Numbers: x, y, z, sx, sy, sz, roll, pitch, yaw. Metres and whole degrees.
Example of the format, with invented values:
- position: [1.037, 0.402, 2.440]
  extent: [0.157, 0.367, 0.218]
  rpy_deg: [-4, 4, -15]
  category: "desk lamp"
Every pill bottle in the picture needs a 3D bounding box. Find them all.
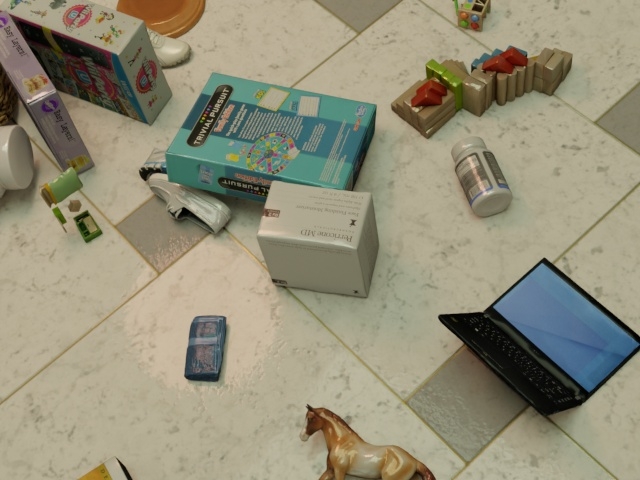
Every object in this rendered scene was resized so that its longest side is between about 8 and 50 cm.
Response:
- position: [0.293, -0.119, 1.850]
  extent: [0.078, 0.078, 0.137]
  rpy_deg: [-17, 59, -1]
  category: "pill bottle"
- position: [-0.737, -0.152, 1.966]
  extent: [0.322, 0.181, 0.182]
  rpy_deg: [-4, 60, 7]
  category: "pill bottle"

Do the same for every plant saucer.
- position: [-0.353, -0.520, 2.205]
  extent: [0.200, 0.037, 0.200]
  rpy_deg: [-4, 60, 6]
  category: "plant saucer"

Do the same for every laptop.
- position: [0.365, 0.148, 1.648]
  extent: [0.234, 0.264, 0.137]
  rpy_deg: [43, 111, 28]
  category: "laptop"

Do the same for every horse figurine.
- position: [0.078, 0.377, 1.603]
  extent: [0.263, 0.066, 0.174]
  rpy_deg: [11, 68, 17]
  category: "horse figurine"

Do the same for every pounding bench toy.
- position: [0.299, -0.473, 2.068]
  extent: [0.083, 0.052, 0.065]
  rpy_deg: [18, 65, 18]
  category: "pounding bench toy"

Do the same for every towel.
- position: [-0.203, 0.188, 1.775]
  extent: [0.067, 0.029, 0.119]
  rpy_deg: [-1, 60, 9]
  category: "towel"

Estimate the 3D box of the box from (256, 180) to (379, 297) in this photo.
- position: [0.000, 0.000, 1.765]
  extent: [0.181, 0.182, 0.119]
  rpy_deg: [8, 61, 13]
  category: "box"

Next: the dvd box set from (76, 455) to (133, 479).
- position: [-0.426, 0.577, 1.565]
  extent: [0.420, 0.062, 0.308]
  rpy_deg: [-31, 61, -9]
  category: "dvd box set"

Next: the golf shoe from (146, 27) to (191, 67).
- position: [-0.362, -0.414, 2.117]
  extent: [0.176, 0.086, 0.069]
  rpy_deg: [5, 59, 10]
  category: "golf shoe"

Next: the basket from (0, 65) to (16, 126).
- position: [-0.796, -0.339, 2.049]
  extent: [0.299, 0.223, 0.213]
  rpy_deg: [-6, 52, 5]
  category: "basket"

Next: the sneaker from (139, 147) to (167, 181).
- position: [-0.254, -0.153, 1.961]
  extent: [0.190, 0.071, 0.083]
  rpy_deg: [7, 56, 12]
  category: "sneaker"

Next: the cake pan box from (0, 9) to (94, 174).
- position: [-0.558, -0.286, 1.981]
  extent: [0.070, 0.246, 0.267]
  rpy_deg: [-30, 59, -13]
  category: "cake pan box"

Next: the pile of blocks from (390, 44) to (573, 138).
- position: [0.311, -0.328, 1.948]
  extent: [0.362, 0.113, 0.149]
  rpy_deg: [-19, 59, -3]
  category: "pile of blocks"

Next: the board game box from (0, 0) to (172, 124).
- position: [-0.470, -0.379, 2.032]
  extent: [0.303, 0.224, 0.097]
  rpy_deg: [21, 64, 20]
  category: "board game box"

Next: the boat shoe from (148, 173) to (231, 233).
- position: [-0.259, -0.067, 1.918]
  extent: [0.184, 0.066, 0.063]
  rpy_deg: [28, 67, 12]
  category: "boat shoe"

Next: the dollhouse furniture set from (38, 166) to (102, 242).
- position: [-0.463, -0.060, 1.888]
  extent: [0.076, 0.152, 0.058]
  rpy_deg: [-31, 59, -11]
  category: "dollhouse furniture set"

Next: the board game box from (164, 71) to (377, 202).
- position: [-0.087, -0.183, 1.894]
  extent: [0.336, 0.079, 0.254]
  rpy_deg: [13, 47, 10]
  category: "board game box"
